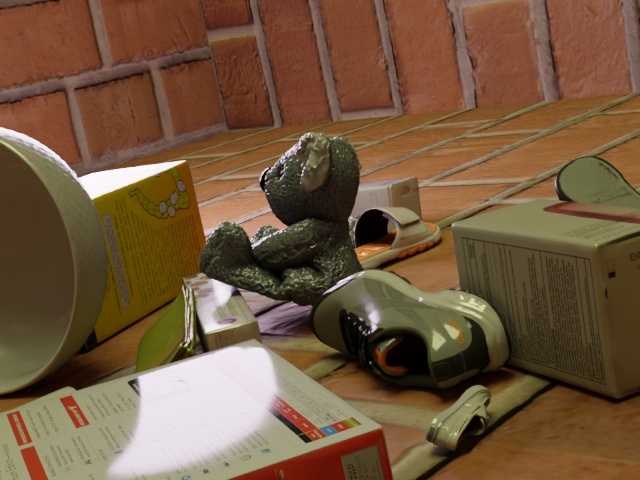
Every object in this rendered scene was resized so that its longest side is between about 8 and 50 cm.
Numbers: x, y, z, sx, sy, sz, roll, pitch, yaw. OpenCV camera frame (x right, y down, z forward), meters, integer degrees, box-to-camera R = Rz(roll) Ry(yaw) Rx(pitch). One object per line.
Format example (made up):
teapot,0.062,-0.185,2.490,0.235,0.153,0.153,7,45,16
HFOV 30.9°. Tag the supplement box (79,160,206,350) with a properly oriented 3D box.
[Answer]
supplement box,-0.343,0.018,1.723,0.194,0.195,0.356,-5,13,25

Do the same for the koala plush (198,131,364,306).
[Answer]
koala plush,-0.013,-0.033,1.489,0.203,0.221,0.196,17,3,17

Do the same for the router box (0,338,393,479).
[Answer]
router box,-0.138,0.193,0.985,0.301,0.082,0.335,-15,12,-18

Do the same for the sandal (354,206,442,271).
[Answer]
sandal,0.087,-0.009,1.732,0.102,0.076,0.265,-2,14,41

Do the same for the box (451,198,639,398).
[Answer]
box,0.252,0.048,1.143,0.126,0.149,0.232,-16,13,-25

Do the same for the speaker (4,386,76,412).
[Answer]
speaker,-0.306,0.198,1.186,0.136,0.055,0.055,-22,16,-39

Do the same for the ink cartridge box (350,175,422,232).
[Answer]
ink cartridge box,0.057,-0.053,1.937,0.190,0.082,0.139,-4,8,26

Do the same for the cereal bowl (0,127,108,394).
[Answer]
cereal bowl,-0.404,0.016,1.464,0.339,0.339,0.141,-5,8,26

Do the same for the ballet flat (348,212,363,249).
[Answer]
ballet flat,0.000,0.000,1.808,0.188,0.070,0.070,-17,13,-25

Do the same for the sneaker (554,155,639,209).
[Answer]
sneaker,0.358,0.032,1.253,0.090,0.145,0.270,-34,48,1

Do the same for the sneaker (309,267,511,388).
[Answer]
sneaker,0.070,0.096,1.219,0.108,0.100,0.271,-26,18,-33

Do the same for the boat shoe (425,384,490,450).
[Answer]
boat shoe,0.132,0.159,1.027,0.035,0.035,0.100,27,26,26

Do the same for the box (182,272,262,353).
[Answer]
box,-0.125,0.099,1.458,0.063,0.067,0.324,-14,11,-9

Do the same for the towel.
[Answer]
towel,-0.186,0.123,1.358,0.102,0.021,0.237,-45,14,6
